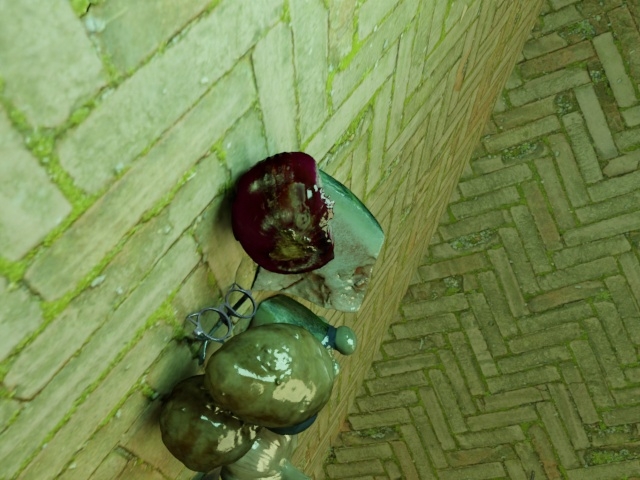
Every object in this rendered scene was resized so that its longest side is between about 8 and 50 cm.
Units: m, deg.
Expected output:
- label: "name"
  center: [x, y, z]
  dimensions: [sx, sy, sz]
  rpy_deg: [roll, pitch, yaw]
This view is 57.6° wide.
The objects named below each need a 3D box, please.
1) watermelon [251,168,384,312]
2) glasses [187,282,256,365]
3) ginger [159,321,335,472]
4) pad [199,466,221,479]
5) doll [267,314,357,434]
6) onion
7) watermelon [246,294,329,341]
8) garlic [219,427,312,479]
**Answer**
- label: "watermelon"
  center: [0.000, 0.000, 1.033]
  dimensions: [0.310, 0.193, 0.232]
  rpy_deg: [110, -7, -69]
- label: "glasses"
  center: [-0.166, 0.135, 0.897]
  dimensions: [0.104, 0.062, 0.140]
  rpy_deg: [-47, 175, 36]
- label: "ginger"
  center: [-0.130, 0.247, 0.891]
  dimensions: [0.304, 0.155, 0.244]
  rpy_deg: [-34, 160, 15]
- label: "pad"
  center: [-0.267, 0.569, 1.257]
  dimensions: [0.113, 0.006, 0.188]
  rpy_deg: [-24, 141, -43]
- label: "doll"
  center: [-0.046, 0.284, 1.237]
  dimensions: [0.154, 0.228, 0.258]
  rpy_deg: [16, 89, -29]
- label: "onion"
  center: [-0.056, -0.049, 0.802]
  dimensions: [0.198, 0.135, 0.173]
  rpy_deg: [-106, -173, -55]
- label: "watermelon"
  center: [-0.109, 0.246, 1.101]
  dimensions: [0.257, 0.140, 0.193]
  rpy_deg: [-56, 170, 12]
- label: "garlic"
  center: [-0.109, 0.497, 1.314]
  dimensions: [0.218, 0.212, 0.218]
  rpy_deg: [-47, 152, -33]
